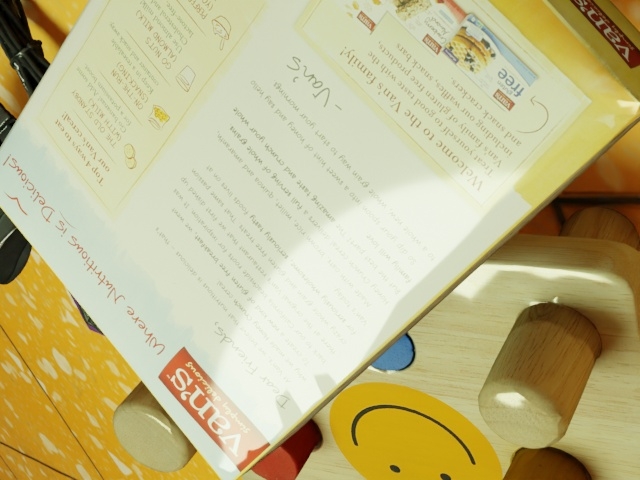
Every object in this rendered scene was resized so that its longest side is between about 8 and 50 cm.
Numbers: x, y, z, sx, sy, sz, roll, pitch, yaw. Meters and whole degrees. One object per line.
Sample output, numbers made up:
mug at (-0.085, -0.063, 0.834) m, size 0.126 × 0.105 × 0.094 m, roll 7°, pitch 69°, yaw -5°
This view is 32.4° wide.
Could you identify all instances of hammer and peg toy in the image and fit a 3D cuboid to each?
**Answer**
hammer and peg toy at (0.001, 0.090, 0.583) m, size 0.361 × 0.127 × 0.266 m, roll 5°, pitch 130°, yaw 30°

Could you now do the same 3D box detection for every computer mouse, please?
computer mouse at (-0.270, -0.081, 0.846) m, size 0.184 × 0.060 × 0.262 m, roll 59°, pitch 140°, yaw 13°

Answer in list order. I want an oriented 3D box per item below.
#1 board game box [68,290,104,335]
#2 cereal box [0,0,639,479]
board game box at (-0.114, 0.020, 0.839) m, size 0.346 × 0.056 × 0.208 m, roll 14°, pitch 139°, yaw 47°
cereal box at (-0.017, -0.037, 0.408) m, size 0.173 × 0.047 × 0.240 m, roll 50°, pitch 127°, yaw 8°
